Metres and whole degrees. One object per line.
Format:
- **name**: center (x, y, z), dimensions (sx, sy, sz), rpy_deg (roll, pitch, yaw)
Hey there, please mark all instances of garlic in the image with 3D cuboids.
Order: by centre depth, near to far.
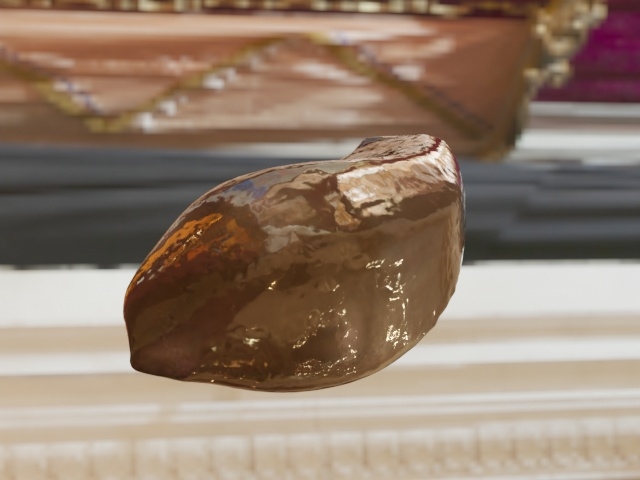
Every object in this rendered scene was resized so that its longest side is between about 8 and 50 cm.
- **garlic**: center (0.007, 0.004, 1.153), dimensions (0.318, 0.143, 0.112), rpy_deg (-29, 135, -57)
